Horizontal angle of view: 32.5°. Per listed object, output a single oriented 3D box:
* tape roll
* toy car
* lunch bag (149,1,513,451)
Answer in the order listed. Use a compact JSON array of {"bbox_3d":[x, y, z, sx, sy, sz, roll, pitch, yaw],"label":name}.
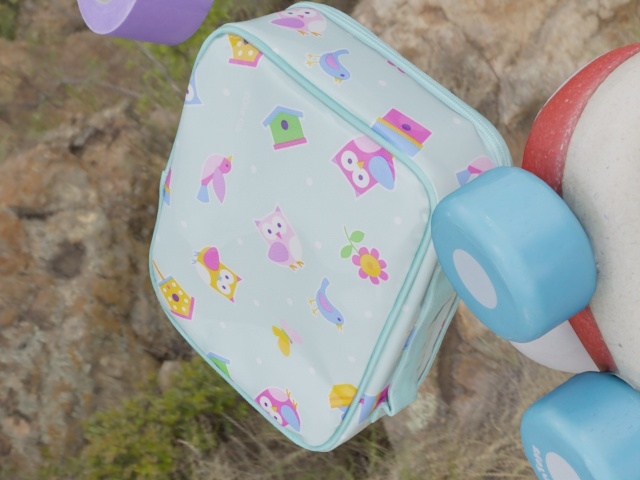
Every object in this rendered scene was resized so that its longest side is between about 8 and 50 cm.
[{"bbox_3d":[-0.172,-0.293,1.089,0.189,0.080,0.189,-7,81,54],"label":"tape roll"},{"bbox_3d":[0.147,0.001,0.581,0.219,0.210,0.238,-31,16,-16],"label":"toy car"},{"bbox_3d":[0.000,0.000,0.750,0.224,0.108,0.279,38,134,20],"label":"lunch bag"}]
